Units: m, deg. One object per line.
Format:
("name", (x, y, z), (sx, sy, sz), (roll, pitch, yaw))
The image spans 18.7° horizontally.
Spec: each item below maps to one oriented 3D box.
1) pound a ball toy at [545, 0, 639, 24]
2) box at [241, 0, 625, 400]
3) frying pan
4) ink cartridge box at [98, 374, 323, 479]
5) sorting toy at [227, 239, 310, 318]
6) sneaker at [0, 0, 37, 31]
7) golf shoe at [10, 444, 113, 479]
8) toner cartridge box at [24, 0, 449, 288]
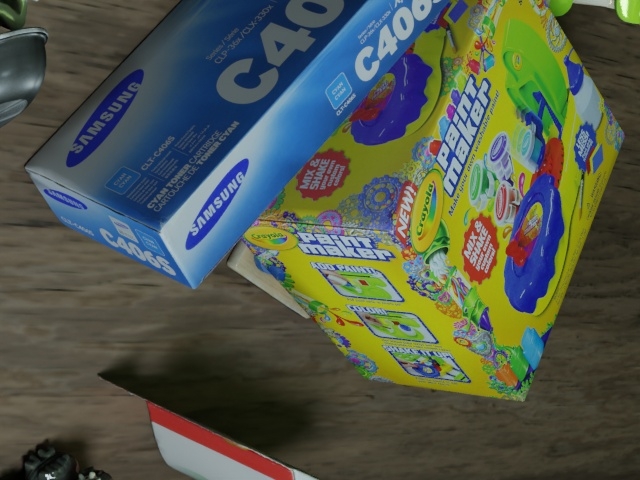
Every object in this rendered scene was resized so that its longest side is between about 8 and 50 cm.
("pound a ball toy", (0.304, -0.325, 1.859), (0.208, 0.136, 0.319), (4, 110, -12))
("box", (0.099, -0.058, 1.695), (0.279, 0.177, 0.290), (49, 56, -45))
("frying pan", (-0.312, -0.064, 1.283), (0.326, 0.197, 0.053), (-28, 89, -40))
("ink cartridge box", (-0.077, 0.198, 1.683), (0.225, 0.181, 0.056), (30, 82, -52))
("sorting toy", (0.000, 0.000, 1.777), (0.274, 0.046, 0.132), (37, 80, -51))
("sneaker", (-0.206, -0.251, 1.370), (0.292, 0.110, 0.118), (-49, 130, -20))
("golf shoe", (-0.272, 0.287, 1.573), (0.273, 0.105, 0.120), (-33, 139, -33))
("toner cartridge box", (-0.057, -0.133, 1.547), (0.348, 0.165, 0.075), (-50, 138, -20))
